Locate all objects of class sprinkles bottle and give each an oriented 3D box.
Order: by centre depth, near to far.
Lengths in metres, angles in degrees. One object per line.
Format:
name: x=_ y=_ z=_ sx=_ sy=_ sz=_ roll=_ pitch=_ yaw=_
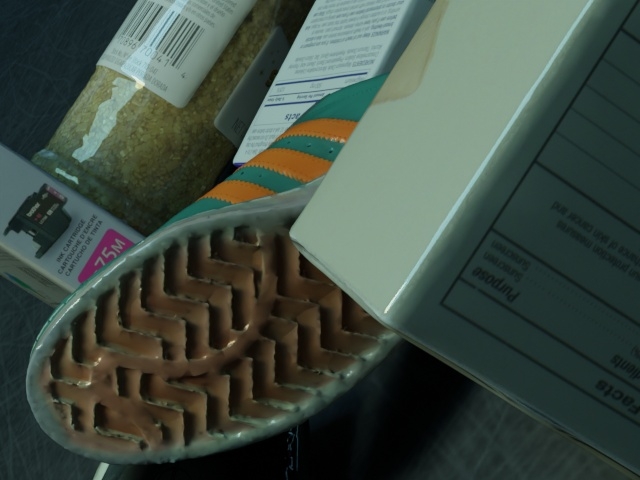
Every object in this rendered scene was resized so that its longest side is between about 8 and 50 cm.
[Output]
sprinkles bottle: x=-0.060 y=-0.164 z=0.998 sx=0.355 sy=0.121 sz=0.121 roll=-58 pitch=24 yaw=-7

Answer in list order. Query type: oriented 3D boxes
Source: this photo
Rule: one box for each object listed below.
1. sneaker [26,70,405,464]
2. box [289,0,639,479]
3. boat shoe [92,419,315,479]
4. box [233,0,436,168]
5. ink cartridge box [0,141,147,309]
sneaker: x=0.000 y=0.000 z=0.678 sx=0.302 sy=0.108 sz=0.121 roll=-30 pitch=14 yaw=-5
box: x=0.138 y=-0.082 z=0.526 sx=0.311 sy=0.148 sz=0.121 roll=-56 pitch=23 yaw=3
boat shoe: x=-0.058 y=0.174 z=0.623 sx=0.113 sy=0.127 sz=0.340 roll=-47 pitch=14 yaw=33
box: x=0.032 y=-0.085 z=0.816 sx=0.126 sy=0.072 sz=0.137 roll=5 pitch=65 yaw=63
ink cartridge box: x=-0.238 y=-0.038 z=0.917 sx=0.065 sy=0.311 sz=0.186 roll=-62 pitch=18 yaw=-12
